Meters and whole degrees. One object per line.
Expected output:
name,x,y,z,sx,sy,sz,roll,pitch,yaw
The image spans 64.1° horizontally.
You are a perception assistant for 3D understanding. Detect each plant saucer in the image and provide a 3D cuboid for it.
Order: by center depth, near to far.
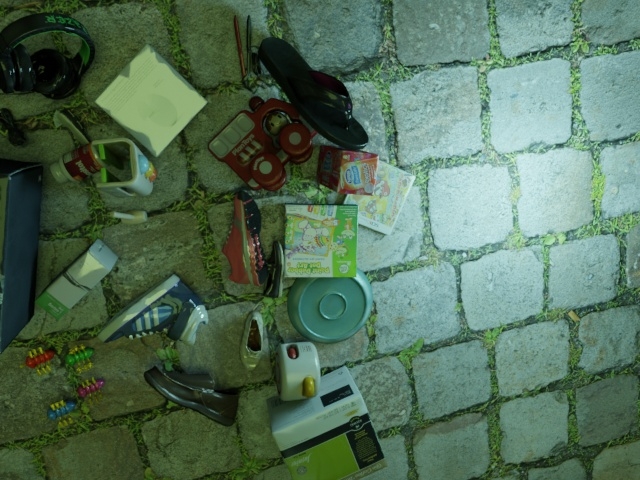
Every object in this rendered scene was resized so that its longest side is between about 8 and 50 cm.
plant saucer,0.041,0.227,1.816,0.317,0.044,0.318,-3,103,-12

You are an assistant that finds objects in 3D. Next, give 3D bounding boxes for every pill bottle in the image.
pill bottle,-0.713,-0.228,1.515,0.151,0.086,0.086,-23,107,4

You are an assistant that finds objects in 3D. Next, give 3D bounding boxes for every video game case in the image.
video game case,0.193,-0.155,1.762,0.206,0.026,0.227,20,98,-16

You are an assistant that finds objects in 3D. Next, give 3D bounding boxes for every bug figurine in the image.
bug figurine,-0.832,0.455,1.669,0.216,0.072,0.279,-17,102,-14

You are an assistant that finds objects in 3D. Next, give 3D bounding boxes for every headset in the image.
headset,-0.771,-0.435,1.385,0.394,0.243,0.185,-33,82,27

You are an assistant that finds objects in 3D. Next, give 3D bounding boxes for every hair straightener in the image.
hair straightener,-0.208,-0.568,1.563,0.088,0.047,0.231,-8,105,-10

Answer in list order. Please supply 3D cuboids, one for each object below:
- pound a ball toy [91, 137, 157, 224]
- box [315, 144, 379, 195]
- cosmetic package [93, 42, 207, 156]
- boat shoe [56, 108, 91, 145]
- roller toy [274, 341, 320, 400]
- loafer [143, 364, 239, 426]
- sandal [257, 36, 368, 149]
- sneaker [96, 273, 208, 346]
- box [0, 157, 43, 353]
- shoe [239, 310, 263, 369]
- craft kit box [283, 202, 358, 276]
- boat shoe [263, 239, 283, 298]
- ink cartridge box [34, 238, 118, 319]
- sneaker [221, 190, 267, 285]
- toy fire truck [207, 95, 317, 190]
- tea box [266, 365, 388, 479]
pound a ball toy,-0.544,-0.160,1.476,0.135,0.319,0.208,-6,89,-10
box,0.078,-0.224,1.599,0.122,0.257,0.128,4,103,-16
cosmetic package,-0.488,-0.406,1.496,0.224,0.138,0.224,-46,109,2
boat shoe,-0.722,-0.334,1.516,0.125,0.046,0.038,50,52,-25
roller toy,-0.075,0.449,1.764,0.146,0.209,0.191,-2,71,-13
loafer,-0.433,0.508,1.754,0.365,0.133,0.130,37,70,-27
sandal,-0.016,-0.446,1.495,0.446,0.107,0.167,49,46,7
sneaker,-0.525,0.287,1.662,0.322,0.130,0.236,-38,104,-7
box,-1.027,0.009,1.329,0.471,0.297,0.481,6,102,-16
shoe,-0.240,0.355,1.777,0.076,0.058,0.219,3,103,-13
craft kit box,0.000,0.000,1.719,0.249,0.061,0.247,0,101,-4
boat shoe,-0.162,0.100,1.724,0.064,0.075,0.206,-2,109,-15
ink cartridge box,-0.737,0.113,1.558,0.219,0.160,0.093,-42,109,1
sneaker,-0.266,-0.002,1.659,0.136,0.116,0.314,-5,97,15
toy fire truck,-0.169,-0.312,1.588,0.254,0.169,0.302,44,91,1
tea box,0.020,0.690,1.831,0.328,0.220,0.324,-21,106,-6
